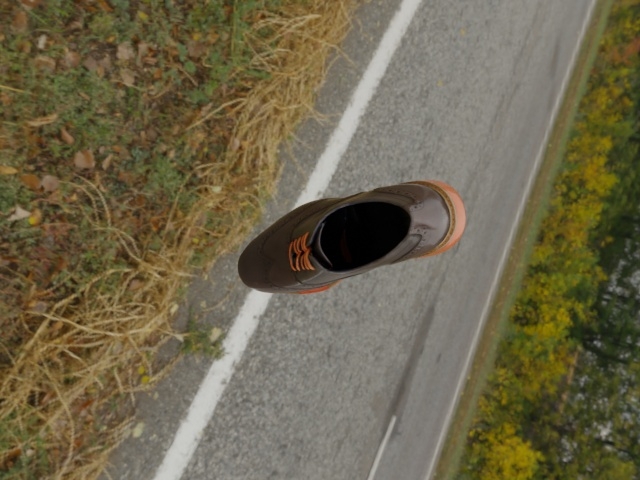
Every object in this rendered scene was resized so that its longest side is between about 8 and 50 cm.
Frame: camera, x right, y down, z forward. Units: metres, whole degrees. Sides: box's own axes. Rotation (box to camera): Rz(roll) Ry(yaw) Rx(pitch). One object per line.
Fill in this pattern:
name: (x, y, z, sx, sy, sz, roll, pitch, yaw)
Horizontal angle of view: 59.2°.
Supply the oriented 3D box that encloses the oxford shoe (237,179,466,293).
oxford shoe: (0.000, 0.000, 0.561, 0.098, 0.271, 0.097, -10, 81, -53)
